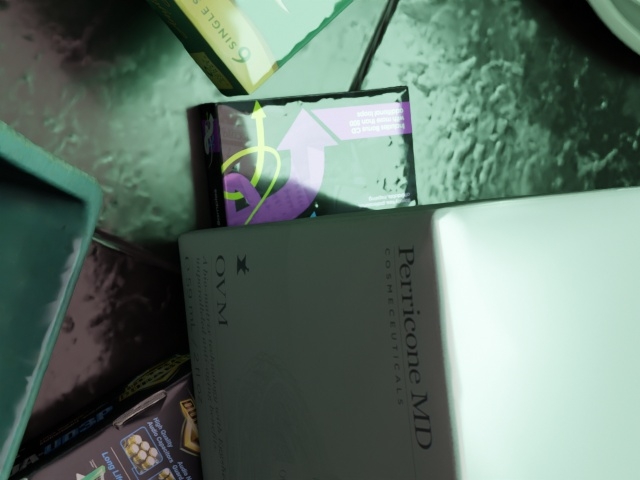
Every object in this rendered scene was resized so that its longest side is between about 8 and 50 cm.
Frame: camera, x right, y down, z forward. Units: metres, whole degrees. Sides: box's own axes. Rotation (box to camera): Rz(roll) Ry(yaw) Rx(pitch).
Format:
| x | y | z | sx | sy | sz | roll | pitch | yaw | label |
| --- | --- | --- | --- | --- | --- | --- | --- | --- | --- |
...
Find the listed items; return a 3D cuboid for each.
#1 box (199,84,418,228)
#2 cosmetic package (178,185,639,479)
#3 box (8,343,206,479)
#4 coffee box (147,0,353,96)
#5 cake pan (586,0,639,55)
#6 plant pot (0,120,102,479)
| x | y | z | sx | sy | sz | roll | pitch | yaw | label |
| --- | --- | --- | --- | --- | --- | --- | --- | --- | --- |
| 0.000 | 0.000 | 0.674 | 0.116 | 0.029 | 0.162 | -8 | 98 | -23 | box |
| 0.050 | 0.096 | 0.546 | 0.138 | 0.225 | 0.224 | -7 | 91 | -32 | cosmetic package |
| -0.084 | 0.193 | 0.638 | 0.175 | 0.051 | 0.220 | -32 | 105 | -18 | box |
| -0.007 | -0.164 | 0.555 | 0.184 | 0.040 | 0.113 | -43 | 111 | -13 | coffee box |
| 0.268 | -0.232 | 0.698 | 0.293 | 0.054 | 0.293 | -4 | 120 | -7 | cake pan |
| -0.259 | 0.043 | 0.453 | 0.252 | 0.248 | 0.247 | 18 | 86 | 3 | plant pot |
